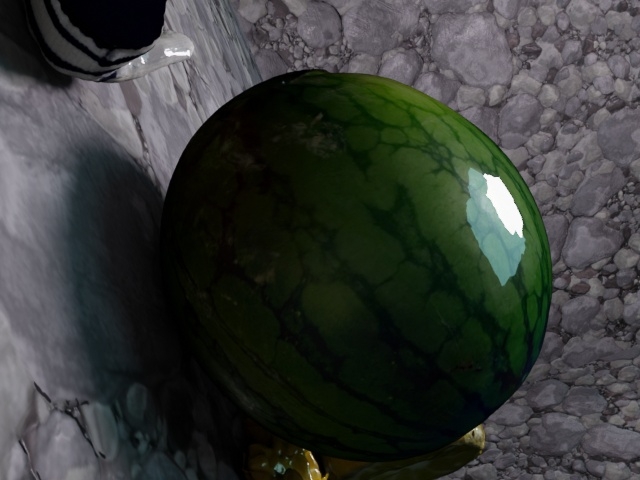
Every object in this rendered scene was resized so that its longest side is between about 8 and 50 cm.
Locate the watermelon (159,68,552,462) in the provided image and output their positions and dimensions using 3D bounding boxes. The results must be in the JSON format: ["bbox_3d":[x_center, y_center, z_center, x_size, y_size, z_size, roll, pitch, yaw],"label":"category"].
[{"bbox_3d":[0.032,0.021,0.563,0.363,0.362,0.364,-21,90,-86],"label":"watermelon"}]

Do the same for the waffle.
[{"bbox_3d":[-0.004,0.289,0.641,0.260,0.068,0.293,-103,170,-68],"label":"waffle"}]

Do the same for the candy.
[{"bbox_3d":[0.121,0.299,0.931,0.260,0.259,0.118,63,10,-55],"label":"candy"}]

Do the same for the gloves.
[{"bbox_3d":[-0.181,-0.195,0.497,0.218,0.131,0.140,13,-48,57],"label":"gloves"}]
